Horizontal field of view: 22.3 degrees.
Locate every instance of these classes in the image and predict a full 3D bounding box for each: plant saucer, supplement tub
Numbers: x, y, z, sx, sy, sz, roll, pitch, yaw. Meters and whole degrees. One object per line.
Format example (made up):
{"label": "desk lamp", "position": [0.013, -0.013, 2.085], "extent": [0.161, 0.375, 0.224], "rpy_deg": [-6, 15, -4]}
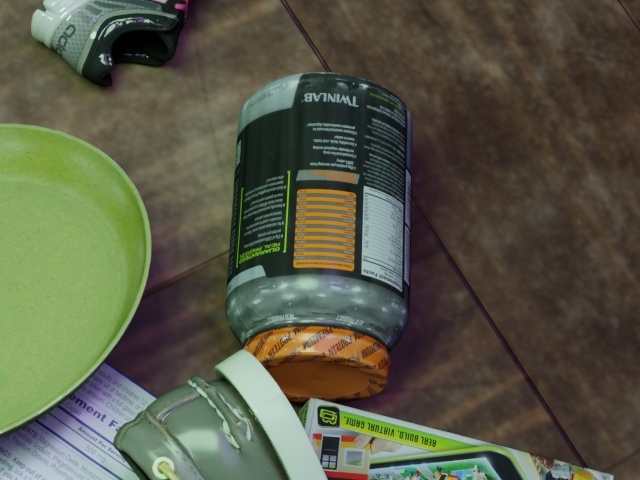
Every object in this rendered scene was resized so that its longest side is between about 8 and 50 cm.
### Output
{"label": "plant saucer", "position": [-0.212, 0.031, 0.952], "extent": [0.241, 0.037, 0.241], "rpy_deg": [-6, 50, 7]}
{"label": "supplement tub", "position": [0.000, 0.000, 1.032], "extent": [0.117, 0.117, 0.190], "rpy_deg": [9, 65, -13]}

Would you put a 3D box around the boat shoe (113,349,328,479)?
{"label": "boat shoe", "position": [-0.019, 0.213, 0.903], "extent": [0.091, 0.109, 0.305], "rpy_deg": [-27, 105, -16]}

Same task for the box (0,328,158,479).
{"label": "box", "position": [-0.146, 0.147, 0.946], "extent": [0.126, 0.072, 0.137], "rpy_deg": [35, 62, 1]}

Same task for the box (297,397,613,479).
{"label": "box", "position": [0.078, 0.180, 1.021], "extent": [0.207, 0.036, 0.114], "rpy_deg": [15, 63, -10]}

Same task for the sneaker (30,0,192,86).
{"label": "sneaker", "position": [-0.108, -0.159, 1.103], "extent": [0.170, 0.063, 0.075], "rpy_deg": [-33, 79, -22]}
